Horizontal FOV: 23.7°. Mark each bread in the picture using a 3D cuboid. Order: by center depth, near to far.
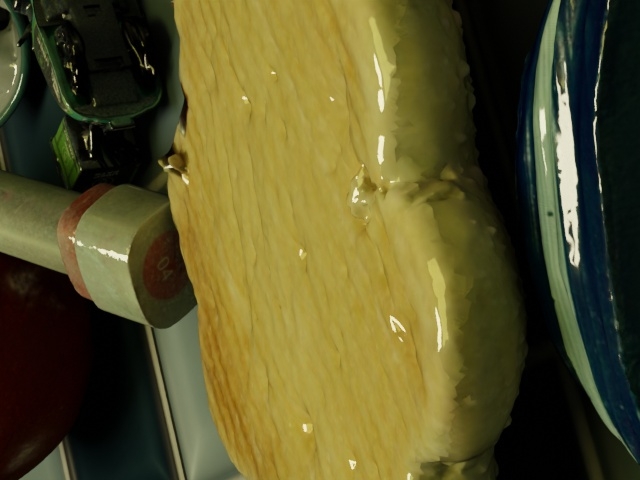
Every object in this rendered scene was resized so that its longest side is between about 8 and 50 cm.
[{"bbox_3d":[0.000,0.000,0.593,0.316,0.054,0.316,171,90,-70],"label":"bread"}]

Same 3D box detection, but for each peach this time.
[{"bbox_3d":[-0.221,0.060,0.891,0.197,0.197,0.197,16,109,57],"label":"peach"}]

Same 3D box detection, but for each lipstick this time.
[{"bbox_3d":[-0.143,-0.010,0.801,0.186,0.057,0.063,17,135,36],"label":"lipstick"}]

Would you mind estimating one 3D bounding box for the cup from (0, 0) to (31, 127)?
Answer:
[{"bbox_3d":[-0.271,-0.159,0.951,0.300,0.167,0.173,-48,37,21],"label":"cup"}]

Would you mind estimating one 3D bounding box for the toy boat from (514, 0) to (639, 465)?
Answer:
[{"bbox_3d":[0.140,0.025,0.372,0.291,0.070,0.210,47,150,43],"label":"toy boat"}]

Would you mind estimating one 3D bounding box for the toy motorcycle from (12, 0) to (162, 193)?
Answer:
[{"bbox_3d":[-0.134,-0.119,0.825,0.100,0.058,0.173,-50,56,57],"label":"toy motorcycle"}]
